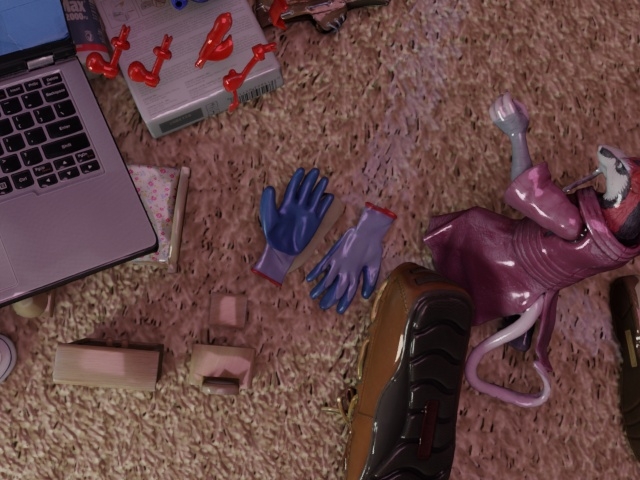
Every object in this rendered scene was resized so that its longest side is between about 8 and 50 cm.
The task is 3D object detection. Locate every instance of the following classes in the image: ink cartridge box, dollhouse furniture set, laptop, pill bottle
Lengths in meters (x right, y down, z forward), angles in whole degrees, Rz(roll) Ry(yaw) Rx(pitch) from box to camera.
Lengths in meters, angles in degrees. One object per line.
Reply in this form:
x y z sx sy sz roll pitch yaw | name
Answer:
-0.178 -0.271 1.256 0.189 0.066 0.232 -24 68 -6 | ink cartridge box
-0.216 -0.003 1.166 0.303 0.174 0.355 6 87 -5 | dollhouse furniture set
-0.409 -0.141 0.929 0.382 0.236 0.407 -21 72 -17 | laptop
-0.338 -0.292 1.202 0.108 0.108 0.180 -16 88 -6 | pill bottle

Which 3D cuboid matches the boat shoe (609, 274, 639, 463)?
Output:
0.454 0.171 1.261 0.095 0.095 0.257 -4 87 -12 | boat shoe

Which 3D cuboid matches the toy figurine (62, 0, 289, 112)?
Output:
-0.234 -0.326 1.168 0.363 0.217 0.191 14 120 -22 | toy figurine

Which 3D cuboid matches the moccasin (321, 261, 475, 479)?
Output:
0.087 0.215 1.202 0.139 0.147 0.380 -1 106 -21 | moccasin

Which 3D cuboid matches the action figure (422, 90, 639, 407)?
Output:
0.261 0.010 1.110 0.248 0.370 0.275 17 65 -18 | action figure

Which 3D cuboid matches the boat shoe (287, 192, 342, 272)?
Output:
-0.026 -0.009 1.251 0.049 0.042 0.133 43 84 -25 | boat shoe

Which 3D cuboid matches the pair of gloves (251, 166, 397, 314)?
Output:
0.000 0.000 1.229 0.198 0.023 0.159 27 90 -24 | pair of gloves

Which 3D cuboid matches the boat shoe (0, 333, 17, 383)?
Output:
-0.486 0.182 1.178 0.226 0.076 0.083 -26 90 -6 | boat shoe

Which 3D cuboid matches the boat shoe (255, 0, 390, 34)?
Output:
0.005 -0.307 1.262 0.183 0.066 0.066 -1 92 4 | boat shoe
